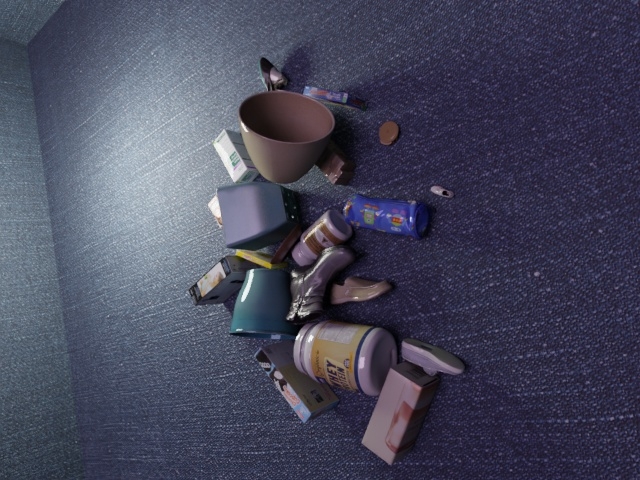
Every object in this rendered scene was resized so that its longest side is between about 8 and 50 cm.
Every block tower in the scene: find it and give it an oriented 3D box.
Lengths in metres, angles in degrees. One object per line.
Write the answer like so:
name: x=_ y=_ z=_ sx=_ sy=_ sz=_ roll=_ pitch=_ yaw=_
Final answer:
block tower: x=-0.002 y=-0.351 z=1.855 sx=0.335 sy=0.097 sz=0.091 roll=49 pitch=117 yaw=24

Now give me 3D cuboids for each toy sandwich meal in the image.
toy sandwich meal: x=0.244 y=-0.378 z=1.713 sx=0.085 sy=0.029 sz=0.086 roll=-4 pitch=83 yaw=37

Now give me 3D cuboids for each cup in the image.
cup: x=-0.131 y=-0.345 z=1.729 sx=0.331 sy=0.331 sz=0.237 roll=44 pitch=143 yaw=28

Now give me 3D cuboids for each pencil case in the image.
pencil case: x=0.227 y=-0.090 z=1.665 sx=0.306 sy=0.119 sz=0.133 roll=12 pitch=121 yaw=36

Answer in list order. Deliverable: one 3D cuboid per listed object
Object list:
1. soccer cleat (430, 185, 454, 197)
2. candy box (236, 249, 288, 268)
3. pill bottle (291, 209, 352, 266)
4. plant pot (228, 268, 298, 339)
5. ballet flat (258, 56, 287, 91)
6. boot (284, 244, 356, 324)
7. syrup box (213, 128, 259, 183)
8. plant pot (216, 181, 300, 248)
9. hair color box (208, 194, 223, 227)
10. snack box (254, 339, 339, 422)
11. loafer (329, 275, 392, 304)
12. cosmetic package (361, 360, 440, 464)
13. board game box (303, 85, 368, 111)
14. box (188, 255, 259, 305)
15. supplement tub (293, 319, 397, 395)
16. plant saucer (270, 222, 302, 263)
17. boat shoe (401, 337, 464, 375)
soccer cleat: x=0.398 y=-0.161 z=1.592 sx=0.083 sy=0.035 sz=0.029 roll=27 pitch=106 yaw=33
candy box: x=-0.243 y=0.075 z=2.023 sx=0.205 sy=0.105 sz=0.027 roll=19 pitch=106 yaw=35
pill bottle: x=0.000 y=0.000 z=1.827 sx=0.229 sy=0.131 sz=0.131 roll=-42 pitch=67 yaw=30
plant pot: x=-0.215 y=0.251 z=1.921 sx=0.271 sy=0.271 sz=0.255 roll=-10 pitch=70 yaw=36
ballet flat: x=-0.178 y=-0.620 z=1.992 sx=0.096 sy=0.095 sz=0.281 roll=-9 pitch=95 yaw=26
boot: x=0.006 y=0.173 z=1.754 sx=0.338 sy=0.118 sz=0.223 roll=-37 pitch=39 yaw=40
syrup box: x=-0.365 y=-0.364 z=2.119 sx=0.093 sy=0.096 sz=0.237 roll=-43 pitch=65 yaw=28
plant pot: x=-0.229 y=-0.111 z=1.936 sx=0.252 sy=0.247 sz=0.248 roll=-15 pitch=81 yaw=19
hair color box: x=-0.453 y=-0.131 z=2.216 sx=0.072 sy=0.043 sz=0.141 roll=-44 pitch=66 yaw=27
snack box: x=-0.090 y=0.528 z=1.860 sx=0.322 sy=0.187 sz=0.060 roll=46 pitch=116 yaw=27
loafer: x=0.134 y=0.172 z=1.747 sx=0.268 sy=0.102 sz=0.092 roll=-16 pitch=85 yaw=37
cosmetic package: x=0.269 y=0.568 z=1.618 sx=0.129 sy=0.153 sz=0.296 roll=28 pitch=107 yaw=34
board game box: x=0.055 y=-0.522 z=1.784 sx=0.201 sy=0.136 sz=0.035 roll=23 pitch=103 yaw=34
box: x=-0.422 y=0.175 z=2.119 sx=0.290 sy=0.169 sz=0.087 roll=-39 pitch=66 yaw=31
supplement tub: x=0.086 y=0.402 z=1.704 sx=0.316 sy=0.228 sz=0.228 roll=2 pitch=91 yaw=36
plant saucer: x=-0.125 y=0.022 z=1.899 sx=0.036 sy=0.198 sz=0.199 roll=37 pitch=113 yaw=2
boat shoe: x=0.366 y=0.398 z=1.599 sx=0.227 sy=0.079 sz=0.081 roll=20 pitch=111 yaw=40
